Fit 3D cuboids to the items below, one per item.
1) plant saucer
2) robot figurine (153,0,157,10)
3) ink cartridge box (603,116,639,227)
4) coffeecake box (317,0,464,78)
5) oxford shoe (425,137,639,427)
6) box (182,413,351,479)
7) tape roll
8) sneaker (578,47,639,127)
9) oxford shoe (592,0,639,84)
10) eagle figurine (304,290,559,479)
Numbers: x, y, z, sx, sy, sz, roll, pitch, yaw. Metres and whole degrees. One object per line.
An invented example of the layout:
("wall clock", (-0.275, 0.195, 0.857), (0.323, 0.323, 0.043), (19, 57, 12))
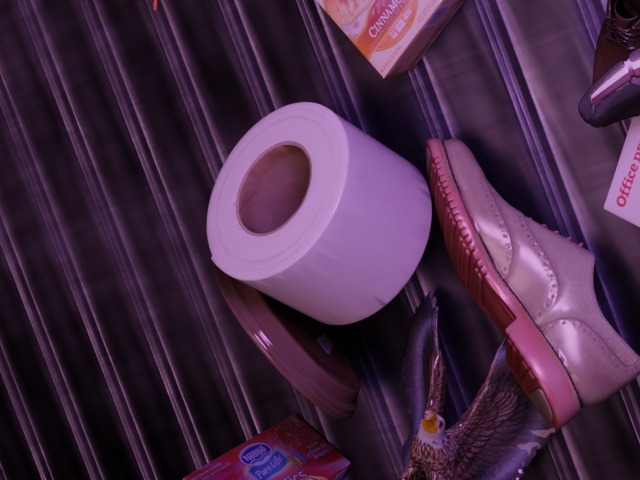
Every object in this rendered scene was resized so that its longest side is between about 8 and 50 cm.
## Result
("plant saucer", (-0.037, 0.124, 2.021), (0.041, 0.278, 0.278), (-41, 76, 9))
("robot figurine", (-0.210, -0.428, 2.040), (0.158, 0.128, 0.219), (27, 123, 5))
("ink cartridge box", (0.436, -0.064, 1.664), (0.203, 0.086, 0.148), (29, 121, 28))
("coffeecake box", (0.076, -0.323, 1.882), (0.185, 0.068, 0.142), (50, 130, 15))
("oxford shoe", (0.254, 0.030, 1.842), (0.140, 0.146, 0.397), (81, 163, -71))
("box", (-0.092, 0.369, 2.132), (0.122, 0.257, 0.128), (38, 126, 21))
("tape roll", (-0.003, -0.033, 1.907), (0.246, 0.169, 0.246), (-24, 52, 34))
("sneaker", (0.423, -0.152, 1.568), (0.281, 0.106, 0.162), (-29, 79, 16))
("oxford shoe", (0.343, -0.240, 1.675), (0.083, 0.096, 0.227), (28, 123, 27))
("eagle figurine", (0.163, 0.244, 1.929), (0.226, 0.298, 0.225), (37, 157, -8))
